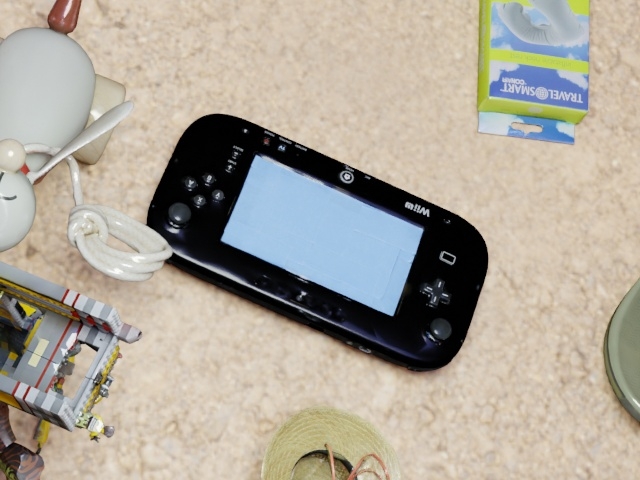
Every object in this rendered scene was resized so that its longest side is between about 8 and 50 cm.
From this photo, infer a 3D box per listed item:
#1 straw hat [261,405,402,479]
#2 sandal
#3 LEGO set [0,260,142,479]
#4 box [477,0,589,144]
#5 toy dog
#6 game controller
[{"bbox_3d":[-0.003,0.220,1.505,0.144,0.061,0.144,7,75,-28],"label":"straw hat"},{"bbox_3d":[0.371,0.047,1.627,0.120,0.086,0.303,31,69,-2],"label":"sandal"},{"bbox_3d":[-0.260,0.167,1.362,0.192,0.255,0.331,21,62,12],"label":"LEGO set"},{"bbox_3d":[0.215,-0.192,1.689,0.109,0.042,0.178,6,71,-10],"label":"box"},{"bbox_3d":[-0.239,-0.119,1.433,0.220,0.333,0.161,10,116,-29],"label":"toy dog"},{"bbox_3d":[0.000,0.000,1.570,0.319,0.067,0.166,24,70,-5],"label":"game controller"}]
